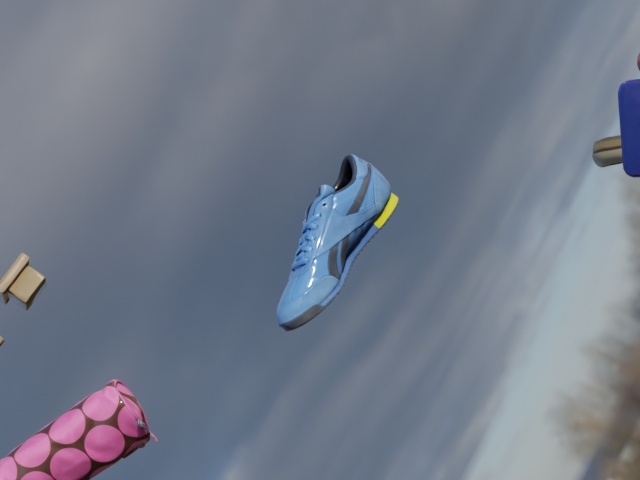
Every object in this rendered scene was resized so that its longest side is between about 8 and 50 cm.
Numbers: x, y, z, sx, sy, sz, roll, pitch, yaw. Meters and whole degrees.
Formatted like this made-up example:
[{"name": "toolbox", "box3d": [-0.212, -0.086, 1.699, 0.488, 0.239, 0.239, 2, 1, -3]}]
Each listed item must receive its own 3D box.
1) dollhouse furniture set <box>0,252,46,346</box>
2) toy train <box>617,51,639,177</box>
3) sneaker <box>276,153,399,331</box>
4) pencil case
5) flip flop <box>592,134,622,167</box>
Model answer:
[{"name": "dollhouse furniture set", "box3d": [-0.429, 0.084, 1.811, 0.355, 0.174, 0.303, -54, -6, -19]}, {"name": "toy train", "box3d": [0.327, -0.081, 1.249, 0.143, 0.248, 0.105, -6, -89, -64]}, {"name": "sneaker", "box3d": [0.000, 0.000, 2.024, 0.069, 0.082, 0.209, -12, 38, 53]}, {"name": "pencil case", "box3d": [-0.319, 0.274, 2.536, 0.209, 0.098, 0.095, -34, 20, 1]}, {"name": "flip flop", "box3d": [0.393, -0.073, 1.962, 0.112, 0.277, 0.080, -2, -89, -48]}]
